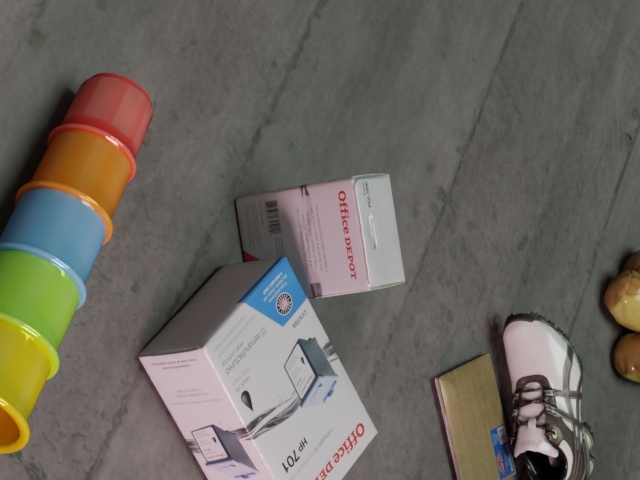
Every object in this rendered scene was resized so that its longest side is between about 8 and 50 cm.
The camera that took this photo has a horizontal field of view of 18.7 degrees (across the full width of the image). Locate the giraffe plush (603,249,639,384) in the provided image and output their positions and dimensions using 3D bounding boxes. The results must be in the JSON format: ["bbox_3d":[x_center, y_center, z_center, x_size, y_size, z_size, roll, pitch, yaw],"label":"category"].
[{"bbox_3d":[0.440,0.104,2.171,0.181,0.170,0.210,-40,114,-47],"label":"giraffe plush"}]

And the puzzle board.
[{"bbox_3d":[0.153,0.186,1.934,0.096,0.011,0.128,-19,99,-52],"label":"puzzle board"}]

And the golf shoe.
[{"bbox_3d":[0.226,0.170,1.966,0.094,0.077,0.198,-38,111,-57],"label":"golf shoe"}]

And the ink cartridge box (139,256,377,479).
[{"bbox_3d":[-0.050,0.131,1.642,0.139,0.082,0.191,-49,118,-43],"label":"ink cartridge box"}]

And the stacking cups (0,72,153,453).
[{"bbox_3d":[-0.207,0.010,1.478,0.096,0.096,0.316,50,44,-32],"label":"stacking cups"}]

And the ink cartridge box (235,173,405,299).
[{"bbox_3d":[0.000,0.000,1.683,0.056,0.135,0.099,-8,89,-52],"label":"ink cartridge box"}]
